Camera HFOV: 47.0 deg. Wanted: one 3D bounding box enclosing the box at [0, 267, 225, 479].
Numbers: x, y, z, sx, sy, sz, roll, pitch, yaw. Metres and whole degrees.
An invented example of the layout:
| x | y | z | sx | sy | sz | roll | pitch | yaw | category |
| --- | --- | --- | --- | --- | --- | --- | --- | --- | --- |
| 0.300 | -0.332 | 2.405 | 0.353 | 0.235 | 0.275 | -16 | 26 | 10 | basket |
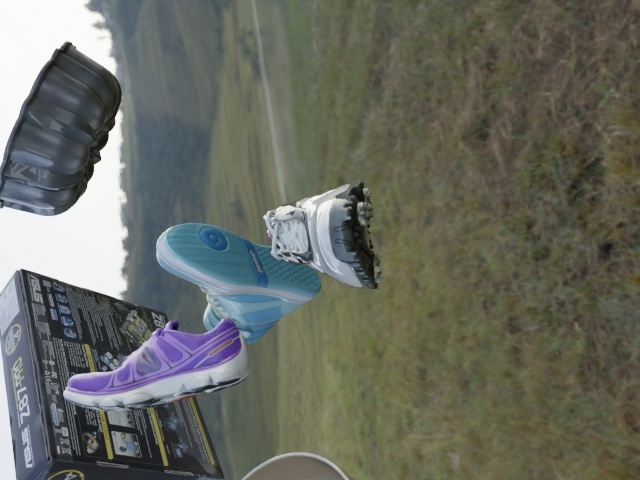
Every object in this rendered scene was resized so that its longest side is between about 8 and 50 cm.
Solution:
| x | y | z | sx | sy | sz | roll | pitch | yaw | category |
| --- | --- | --- | --- | --- | --- | --- | --- | --- | --- |
| -0.356 | 0.243 | 1.223 | 0.318 | 0.097 | 0.395 | 22 | -154 | -43 | box |

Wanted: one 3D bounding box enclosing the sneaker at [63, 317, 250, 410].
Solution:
| x | y | z | sx | sy | sz | roll | pitch | yaw | category |
| --- | --- | --- | --- | --- | --- | --- | --- | --- | --- |
| -0.147 | 0.112 | 0.663 | 0.068 | 0.169 | 0.071 | 65 | -169 | -73 | sneaker |

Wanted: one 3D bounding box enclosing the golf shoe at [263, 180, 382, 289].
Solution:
| x | y | z | sx | sy | sz | roll | pitch | yaw | category |
| --- | --- | --- | --- | --- | --- | --- | --- | --- | --- |
| 0.000 | 0.000 | 0.762 | 0.273 | 0.120 | 0.105 | -66 | -30 | -89 | golf shoe |

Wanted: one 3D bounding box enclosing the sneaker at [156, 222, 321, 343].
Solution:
| x | y | z | sx | sy | sz | roll | pitch | yaw | category |
| --- | --- | --- | --- | --- | --- | --- | --- | --- | --- |
| -0.171 | 0.094 | 1.250 | 0.208 | 0.319 | 0.127 | -45 | 45 | 28 | sneaker |

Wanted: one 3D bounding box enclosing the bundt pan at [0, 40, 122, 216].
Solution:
| x | y | z | sx | sy | sz | roll | pitch | yaw | category |
| --- | --- | --- | --- | --- | --- | --- | --- | --- | --- |
| -0.465 | -0.187 | 1.351 | 0.331 | 0.124 | 0.331 | -61 | 12 | 23 | bundt pan |

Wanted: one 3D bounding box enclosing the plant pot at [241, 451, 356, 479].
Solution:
| x | y | z | sx | sy | sz | roll | pitch | yaw | category |
| --- | --- | --- | --- | --- | --- | --- | --- | --- | --- |
| 0.002 | 0.440 | 0.933 | 0.191 | 0.284 | 0.284 | 39 | -154 | -35 | plant pot |
